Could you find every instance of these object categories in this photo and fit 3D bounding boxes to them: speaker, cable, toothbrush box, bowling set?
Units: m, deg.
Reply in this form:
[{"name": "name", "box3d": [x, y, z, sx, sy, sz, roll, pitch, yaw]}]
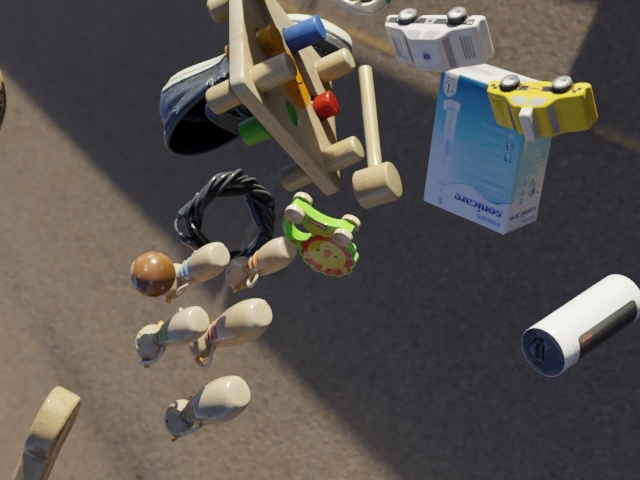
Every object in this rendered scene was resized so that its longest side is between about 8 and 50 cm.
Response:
[{"name": "speaker", "box3d": [0.265, 0.085, 1.144, 0.055, 0.136, 0.055, 31, 134, 38]}, {"name": "cable", "box3d": [-0.140, -0.032, 1.789, 0.151, 0.184, 0.047, -55, 44, -1]}, {"name": "toothbrush box", "box3d": [0.345, -0.192, 2.308, 0.216, 0.126, 0.296, 25, 120, 37]}, {"name": "bowling set", "box3d": [-0.167, 0.079, 1.406, 0.154, 0.200, 0.287, -28, 33, 46]}]

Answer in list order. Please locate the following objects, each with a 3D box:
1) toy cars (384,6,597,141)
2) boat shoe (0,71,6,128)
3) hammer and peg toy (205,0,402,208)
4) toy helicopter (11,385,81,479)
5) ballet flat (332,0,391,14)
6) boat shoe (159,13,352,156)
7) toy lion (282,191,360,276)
[{"name": "toy cars", "box3d": [0.277, -0.271, 1.914, 0.087, 0.393, 0.176, -58, 1, -34]}, {"name": "boat shoe", "box3d": [-0.453, -0.110, 1.410, 0.098, 0.109, 0.302, -43, 50, 51]}, {"name": "hammer and peg toy", "box3d": [-0.024, -0.200, 1.610, 0.127, 0.361, 0.266, -22, 49, 21]}, {"name": "toy helicopter", "box3d": [-0.367, 0.331, 1.318, 0.235, 0.140, 0.355, -59, -6, -74]}, {"name": "ballet flat", "box3d": [-0.057, -0.469, 1.731, 0.139, 0.400, 0.139, -59, 11, 19]}, {"name": "boat shoe", "box3d": [-0.129, -0.271, 2.074, 0.500, 0.186, 0.156, -17, 56, 46]}, {"name": "toy lion", "box3d": [0.000, 0.000, 1.338, 0.034, 0.100, 0.096, -61, -5, -40]}]
